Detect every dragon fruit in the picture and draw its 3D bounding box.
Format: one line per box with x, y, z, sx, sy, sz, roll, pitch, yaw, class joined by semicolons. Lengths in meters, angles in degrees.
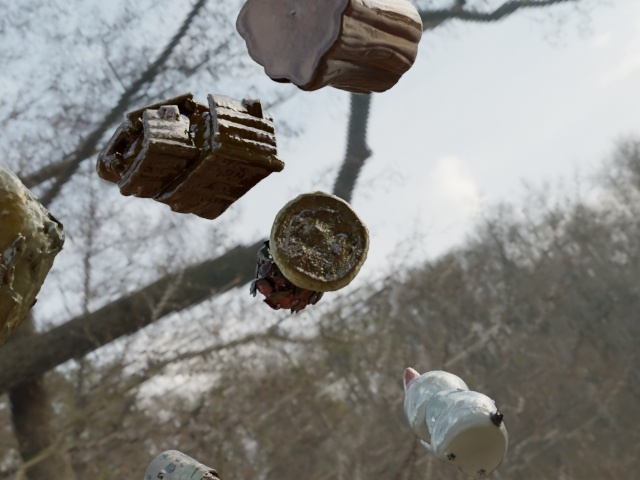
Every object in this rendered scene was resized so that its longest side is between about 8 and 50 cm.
-0.046;0.053;1.805;0.121;0.130;0.142;-12;-49;14;dragon fruit

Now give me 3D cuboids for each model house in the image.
-0.191;-0.142;1.782;0.199;0.220;0.229;27;-14;-31;model house

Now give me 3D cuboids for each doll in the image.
0.177;0.241;1.563;0.110;0.180;0.107;31;-91;-26;doll

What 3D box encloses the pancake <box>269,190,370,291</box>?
0.000;0.000;1.675;0.158;0.158;0.028;-23;-15;-24;pancake

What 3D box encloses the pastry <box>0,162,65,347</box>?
-0.446;0.018;1.394;0.257;0.235;0.121;-61;-7;-8;pastry

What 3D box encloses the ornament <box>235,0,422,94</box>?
0.022;-0.322;1.782;0.221;0.235;0.217;-11;-11;38;ornament

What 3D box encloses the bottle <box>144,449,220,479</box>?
-0.214;0.406;1.899;0.099;0.152;0.099;-12;-71;-39;bottle
